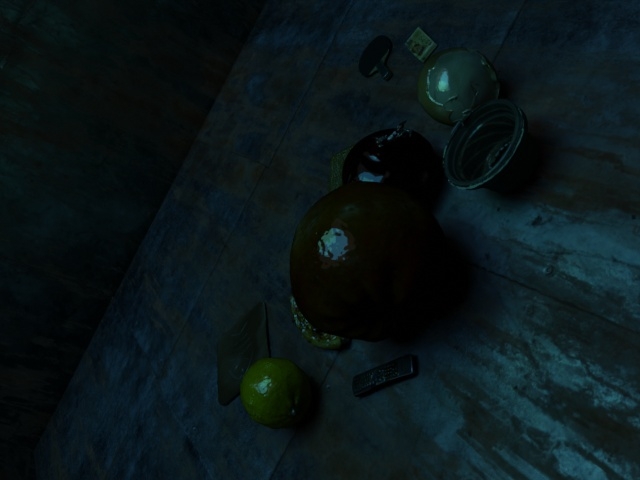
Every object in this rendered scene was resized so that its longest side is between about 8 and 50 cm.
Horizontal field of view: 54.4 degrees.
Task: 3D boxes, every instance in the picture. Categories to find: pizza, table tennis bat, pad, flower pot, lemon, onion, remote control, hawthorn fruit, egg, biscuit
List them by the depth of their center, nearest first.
[{"bbox_3d":[0.413,-0.200,1.461,0.235,0.141,0.235,-36,39,36],"label":"flower pot"},{"bbox_3d":[0.114,0.025,1.496,0.403,0.403,0.402,-34,42,38],"label":"hawthorn fruit"},{"bbox_3d":[0.155,0.337,1.551,0.212,0.028,0.059,-33,47,40],"label":"remote control"},{"bbox_3d":[0.353,-0.404,1.643,0.201,0.201,0.244,-58,21,9],"label":"egg"},{"bbox_3d":[0.180,-0.210,1.686,0.273,0.285,0.272,-9,51,11],"label":"onion"},{"bbox_3d":[-0.124,0.423,1.736,0.231,0.192,0.192,24,88,58],"label":"lemon"},{"bbox_3d":[-0.007,0.218,1.816,0.161,0.086,0.305,-60,33,4],"label":"pizza"},{"bbox_3d":[0.094,-0.208,2.010,0.172,0.029,0.254,-23,49,37],"label":"biscuit"},{"bbox_3d":[-0.269,0.385,2.132,0.286,0.018,0.283,-44,36,29],"label":"pad"},{"bbox_3d":[0.201,-0.632,2.192,0.154,0.021,0.274,-48,33,23],"label":"table tennis bat"}]

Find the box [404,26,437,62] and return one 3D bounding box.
[{"bbox_3d":[0.323,-0.632,2.014,0.073,0.020,0.149,-49,35,21],"label":"box"}]
